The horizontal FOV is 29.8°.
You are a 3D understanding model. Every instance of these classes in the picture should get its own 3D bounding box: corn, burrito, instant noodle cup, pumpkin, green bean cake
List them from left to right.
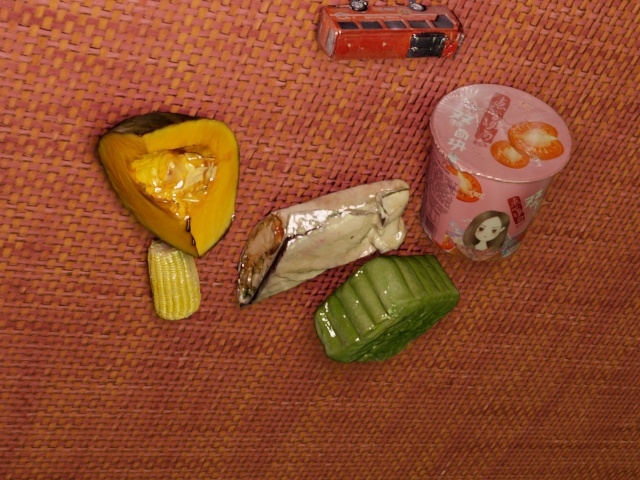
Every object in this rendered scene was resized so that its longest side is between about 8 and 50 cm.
[{"bbox_3d":[-0.235,-0.132,1.883,0.169,0.148,0.312,-57,153,-26],"label":"pumpkin"},{"bbox_3d":[-0.254,0.066,2.074,0.085,0.063,0.165,-1,132,7],"label":"corn"},{"bbox_3d":[-0.004,-0.008,2.098,0.348,0.107,0.175,-22,135,-3],"label":"burrito"},{"bbox_3d":[0.116,0.129,2.216,0.222,0.125,0.248,-41,155,27],"label":"green bean cake"},{"bbox_3d":[0.285,-0.106,2.068,0.243,0.243,0.231,-10,139,-18],"label":"instant noodle cup"}]

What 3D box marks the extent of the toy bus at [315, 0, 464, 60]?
[{"bbox_3d":[0.110,-0.323,1.874,0.235,0.096,0.073,-3,133,-22],"label":"toy bus"}]
